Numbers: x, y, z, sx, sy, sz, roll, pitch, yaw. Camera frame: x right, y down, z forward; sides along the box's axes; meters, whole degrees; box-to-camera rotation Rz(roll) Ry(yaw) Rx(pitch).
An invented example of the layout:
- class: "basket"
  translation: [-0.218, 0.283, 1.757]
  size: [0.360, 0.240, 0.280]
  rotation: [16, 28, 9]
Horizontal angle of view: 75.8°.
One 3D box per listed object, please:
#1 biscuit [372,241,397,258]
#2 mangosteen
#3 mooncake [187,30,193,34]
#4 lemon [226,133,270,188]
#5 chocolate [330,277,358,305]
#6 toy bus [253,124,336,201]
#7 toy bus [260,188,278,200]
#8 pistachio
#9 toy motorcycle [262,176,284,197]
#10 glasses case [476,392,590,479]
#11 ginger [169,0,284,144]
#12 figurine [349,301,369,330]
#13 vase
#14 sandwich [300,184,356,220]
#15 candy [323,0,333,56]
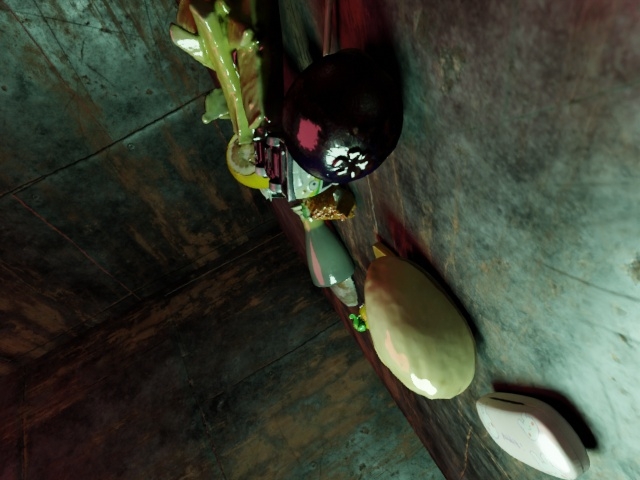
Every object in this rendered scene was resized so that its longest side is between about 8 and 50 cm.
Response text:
- class: "biscuit"
  translation: [0.205, 0.098, 1.062]
  size: [0.221, 0.028, 0.142]
  rotation: [56, 169, 25]
- class: "mangosteen"
  translation: [0.032, -0.201, 0.633]
  size: [0.194, 0.194, 0.231]
  rotation: [73, -169, -56]
- class: "mooncake"
  translation: [-0.277, -0.563, 1.243]
  size: [0.150, 0.057, 0.346]
  rotation: [48, -162, 26]
- class: "lemon"
  translation: [-0.221, -0.310, 1.567]
  size: [0.241, 0.240, 0.219]
  rotation: [58, -164, 18]
- class: "chocolate"
  translation: [0.086, 0.191, 1.885]
  size: [0.185, 0.100, 0.303]
  rotation: [51, 171, 33]
- class: "toy bus"
  translation: [-0.062, -0.219, 1.051]
  size: [0.305, 0.178, 0.143]
  rotation: [-132, 37, -56]
- class: "toy bus"
  translation: [-0.216, -0.304, 1.747]
  size: [0.276, 0.164, 0.133]
  rotation: [61, 173, -2]
- class: "pistachio"
  translation: [0.200, 0.177, 0.875]
  size: [0.193, 0.213, 0.318]
  rotation: [-6, -113, -52]
- class: "toy motorcycle"
  translation: [-0.143, -0.308, 1.262]
  size: [0.207, 0.134, 0.401]
  rotation: [27, 137, 56]
- class: "glasses case"
  translation: [0.370, 0.344, 0.749]
  size: [0.113, 0.075, 0.297]
  rotation: [61, 171, 15]
- class: "ginger"
  translation: [-0.226, -0.408, 0.881]
  size: [0.358, 0.211, 0.414]
  rotation: [152, 109, -69]
- class: "figurine"
  translation: [0.157, 0.209, 1.281]
  size: [0.115, 0.156, 0.095]
  rotation: [53, 170, 26]
- class: "vase"
  translation: [0.000, 0.000, 1.540]
  size: [0.321, 0.173, 0.173]
  rotation: [68, 170, -16]
- class: "sandwich"
  translation: [0.032, -0.112, 1.138]
  size: [0.184, 0.159, 0.109]
  rotation: [-13, -78, -60]
- class: "candy"
  translation: [0.009, -0.325, 0.717]
  size: [0.092, 0.093, 0.336]
  rotation: [16, 152, 5]
